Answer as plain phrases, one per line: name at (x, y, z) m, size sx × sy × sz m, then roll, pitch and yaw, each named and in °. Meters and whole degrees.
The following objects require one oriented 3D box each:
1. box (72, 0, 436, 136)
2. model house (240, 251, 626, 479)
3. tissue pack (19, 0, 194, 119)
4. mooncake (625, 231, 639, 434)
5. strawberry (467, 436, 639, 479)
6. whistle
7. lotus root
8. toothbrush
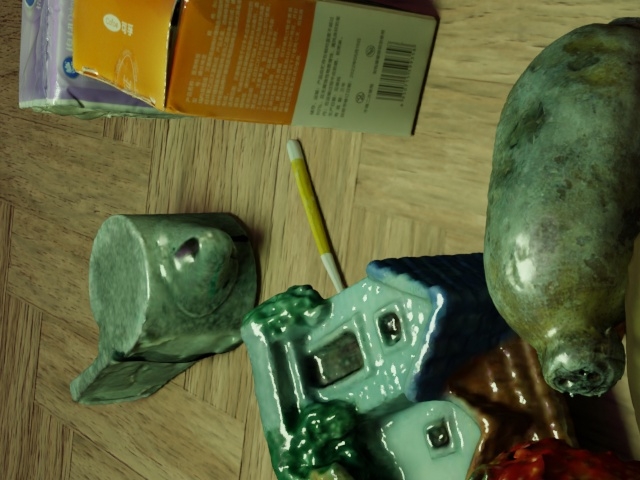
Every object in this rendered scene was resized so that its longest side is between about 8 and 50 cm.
box at (-0.075, -0.218, 1.325) m, size 0.225 × 0.341 × 0.143 m, roll 28°, pitch 110°, yaw 49°
model house at (0.138, 0.148, 1.138) m, size 0.329 × 0.251 × 0.295 m, roll -28°, pitch 67°, yaw 42°
tissue pack at (-0.294, -0.338, 1.696) m, size 0.160 × 0.242 × 0.338 m, roll 6°, pitch 94°, yaw 54°
mooncake at (0.395, 0.081, 0.799) m, size 0.394 × 0.246 × 0.393 m, roll 47°, pitch 131°, yaw 46°
strawberry at (0.228, 0.289, 0.973) m, size 0.250 × 0.288 × 0.239 m, roll 180°, pitch 102°, yaw -72°
whistle at (-0.223, 0.116, 1.656) m, size 0.188 × 0.168 × 0.405 m, roll 51°, pitch 132°, yaw 41°
lotus root at (0.219, -0.040, 1.009) m, size 0.175 × 0.175 × 0.350 m, roll -15°, pitch 50°, yaw 51°
toothbrush at (0.000, 0.000, 1.483) m, size 0.024 × 0.021 × 0.288 m, roll -35°, pitch 61°, yaw 35°
